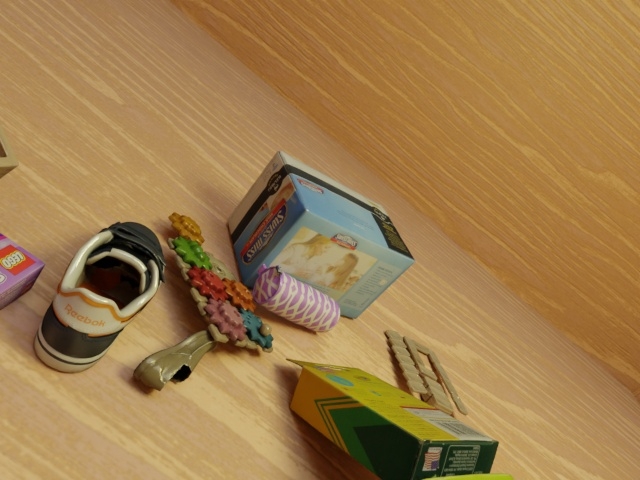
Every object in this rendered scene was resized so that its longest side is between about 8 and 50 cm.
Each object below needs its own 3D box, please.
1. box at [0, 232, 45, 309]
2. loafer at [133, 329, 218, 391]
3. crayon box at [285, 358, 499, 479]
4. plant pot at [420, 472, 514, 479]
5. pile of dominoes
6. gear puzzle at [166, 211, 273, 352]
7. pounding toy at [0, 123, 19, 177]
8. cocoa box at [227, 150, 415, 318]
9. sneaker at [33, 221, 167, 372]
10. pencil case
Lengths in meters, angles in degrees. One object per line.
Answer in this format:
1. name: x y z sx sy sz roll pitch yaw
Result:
1. box: -0.475 0.045 0.466 0.201 0.057 0.293 38 23 -9
2. loafer: -0.202 0.178 0.667 0.050 0.056 0.148 50 32 13
3. crayon box: 0.094 0.293 0.753 0.202 0.081 0.319 21 -4 -38
4. plant pot: 0.144 0.431 0.547 0.228 0.227 0.207 23 35 -38
5. pile of dominoes: 0.249 0.333 1.140 0.196 0.040 0.251 31 17 -21
6. gear puzzle: -0.191 0.058 0.843 0.339 0.044 0.175 52 10 34
7. pounding toy: -0.479 -0.094 0.515 0.180 0.094 0.206 67 25 -3
8. cocoa box: 0.000 0.000 1.063 0.347 0.231 0.227 23 30 -37
9. sneaker: -0.292 0.041 0.678 0.126 0.127 0.321 31 24 -20
10. pencil case: -0.048 0.122 0.933 0.206 0.086 0.088 37 14 -40
